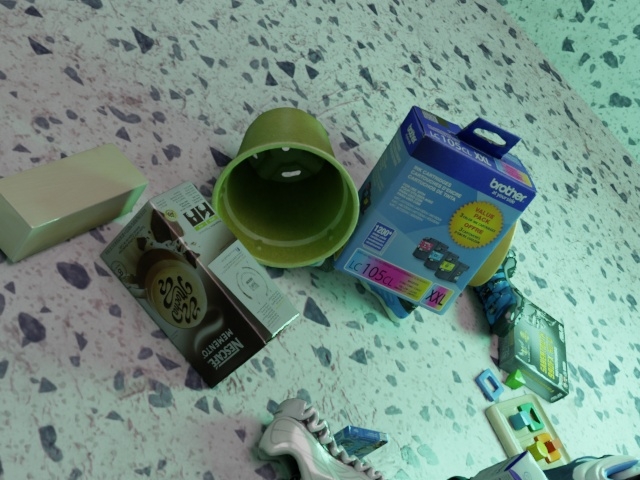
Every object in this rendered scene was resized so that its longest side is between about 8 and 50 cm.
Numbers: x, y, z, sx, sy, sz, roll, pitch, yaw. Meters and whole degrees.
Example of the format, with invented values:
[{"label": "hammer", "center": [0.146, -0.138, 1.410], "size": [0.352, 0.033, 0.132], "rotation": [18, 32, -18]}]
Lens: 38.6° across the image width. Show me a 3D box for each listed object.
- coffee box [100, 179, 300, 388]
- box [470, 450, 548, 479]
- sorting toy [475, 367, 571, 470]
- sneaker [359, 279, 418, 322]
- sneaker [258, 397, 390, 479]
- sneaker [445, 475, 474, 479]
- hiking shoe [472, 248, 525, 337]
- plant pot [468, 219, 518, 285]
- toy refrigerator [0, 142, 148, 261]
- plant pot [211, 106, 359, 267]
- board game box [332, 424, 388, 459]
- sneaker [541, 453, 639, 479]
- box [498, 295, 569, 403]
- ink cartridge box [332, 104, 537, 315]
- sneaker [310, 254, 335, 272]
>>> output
[{"label": "coffee box", "center": [-0.201, 0.074, 1.525], "size": [0.297, 0.168, 0.119], "rotation": [49, 36, 2]}, {"label": "box", "center": [0.338, 0.456, 1.604], "size": [0.072, 0.137, 0.126], "rotation": [-27, 80, -43]}, {"label": "sorting toy", "center": [0.468, 0.426, 2.003], "size": [0.196, 0.047, 0.347], "rotation": [-4, 61, -48]}, {"label": "sneaker", "center": [0.148, 0.094, 1.941], "size": [0.152, 0.084, 0.058], "rotation": [54, 36, 8]}, {"label": "sneaker", "center": [0.016, 0.400, 1.522], "size": [0.292, 0.110, 0.118], "rotation": [43, 49, -2]}, {"label": "sneaker", "center": [0.302, 0.486, 1.722], "size": [0.302, 0.108, 0.121], "rotation": [-12, 71, -49]}, {"label": "hiking shoe", "center": [0.400, 0.112, 2.189], "size": [0.132, 0.113, 0.304], "rotation": [25, 33, -14]}, {"label": "plant pot", "center": [0.297, -0.059, 2.096], "size": [0.204, 0.291, 0.290], "rotation": [15, 45, -16]}, {"label": "toy refrigerator", "center": [-0.418, -0.065, 1.493], "size": [0.102, 0.094, 0.269], "rotation": [46, 35, 8]}, {"label": "plant pot", "center": [-0.067, -0.130, 1.802], "size": [0.276, 0.276, 0.254], "rotation": [33, 28, -21]}, {"label": "board game box", "center": [0.056, 0.356, 1.600], "size": [0.090, 0.090, 0.020], "rotation": [20, 47, -33]}, {"label": "sneaker", "center": [0.595, 0.502, 1.868], "size": [0.323, 0.236, 0.130], "rotation": [7, 70, -41]}, {"label": "box", "center": [0.512, 0.252, 2.201], "size": [0.183, 0.056, 0.231], "rotation": [36, 37, -18]}, {"label": "ink cartridge box", "center": [0.230, -0.078, 1.793], "size": [0.270, 0.395, 0.151], "rotation": [24, 26, -18]}, {"label": "sneaker", "center": [0.000, 0.000, 1.908], "size": [0.076, 0.065, 0.166], "rotation": [40, 36, -40]}]
